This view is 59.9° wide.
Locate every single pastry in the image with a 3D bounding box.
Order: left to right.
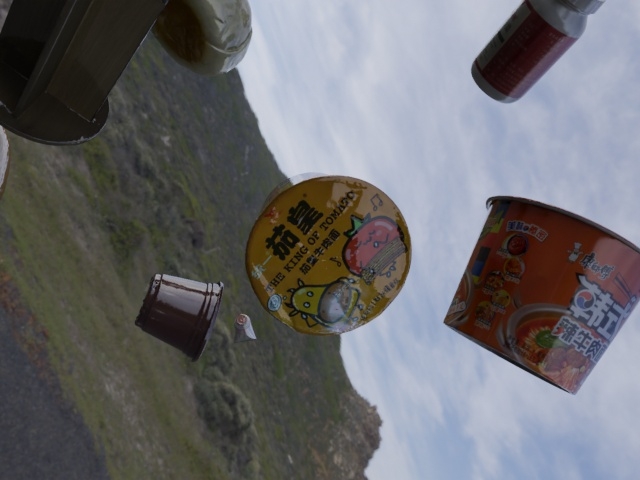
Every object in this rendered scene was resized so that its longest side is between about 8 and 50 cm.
[{"bbox_3d":[-0.167,-0.306,0.764,0.156,0.092,0.156,20,-45,22],"label":"pastry"}]

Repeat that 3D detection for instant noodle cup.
[{"bbox_3d":[0.000,0.000,0.778,0.172,0.215,0.216,-120,-168,-70],"label":"instant noodle cup"},{"bbox_3d":[0.303,0.081,0.772,0.250,0.192,0.250,29,-3,1],"label":"instant noodle cup"}]

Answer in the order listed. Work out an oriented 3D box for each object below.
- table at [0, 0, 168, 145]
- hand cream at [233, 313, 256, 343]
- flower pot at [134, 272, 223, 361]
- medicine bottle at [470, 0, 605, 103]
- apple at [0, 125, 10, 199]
[{"bbox_3d":[-0.280,-0.238,0.630,0.226,0.167,0.167,-35,-106,39],"label":"table"},{"bbox_3d":[-0.214,0.252,1.539,0.210,0.067,0.043,98,-20,-64],"label":"hand cream"},{"bbox_3d":[-0.186,0.092,0.717,0.111,0.089,0.111,-58,-161,34],"label":"flower pot"},{"bbox_3d":[0.414,-0.394,1.079,0.250,0.131,0.131,-52,-123,46],"label":"medicine bottle"},{"bbox_3d":[-0.746,-0.172,1.006,0.305,0.338,0.339,-26,-95,55],"label":"apple"}]
